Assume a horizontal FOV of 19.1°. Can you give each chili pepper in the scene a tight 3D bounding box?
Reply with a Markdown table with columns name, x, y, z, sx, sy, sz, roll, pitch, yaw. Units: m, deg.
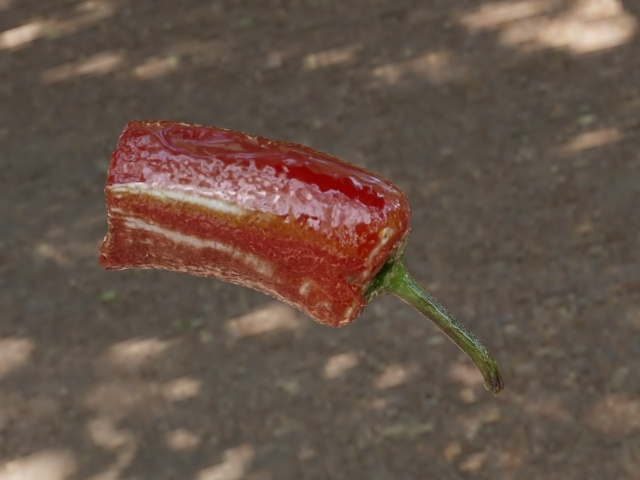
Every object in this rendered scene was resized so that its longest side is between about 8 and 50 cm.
| name | x | y | z | sx | sy | sz | roll | pitch | yaw |
| --- | --- | --- | --- | --- | --- | --- | --- | --- | --- |
| chili pepper | 0.001 | -0.005 | 1.486 | 0.338 | 0.134 | 0.131 | 15 | 48 | 3 |
